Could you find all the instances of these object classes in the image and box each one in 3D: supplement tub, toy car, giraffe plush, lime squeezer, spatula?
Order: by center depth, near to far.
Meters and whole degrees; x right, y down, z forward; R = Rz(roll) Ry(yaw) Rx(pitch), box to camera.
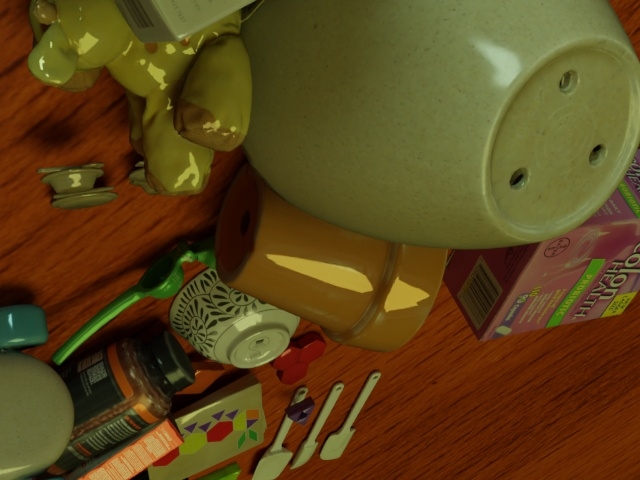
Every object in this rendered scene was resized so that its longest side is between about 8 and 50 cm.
[{"bbox_3d":[-0.150,-0.153,0.898,0.170,0.181,0.210,8,128,-29],"label":"giraffe plush"},{"bbox_3d":[-0.391,0.199,1.214,0.210,0.219,0.238,-4,169,-33],"label":"toy car"},{"bbox_3d":[-0.144,0.050,1.252,0.310,0.059,0.110,-12,132,-16],"label":"lime squeezer"},{"bbox_3d":[-0.245,0.181,1.327,0.198,0.106,0.106,-29,147,3],"label":"supplement tub"},{"bbox_3d":[-0.006,0.280,1.715,0.168,0.019,0.242,-7,142,-27],"label":"spatula"}]

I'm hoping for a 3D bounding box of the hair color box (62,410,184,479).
[{"bbox_3d":[-0.237,0.248,1.370,0.141,0.072,0.043,-33,117,-5],"label":"hair color box"}]

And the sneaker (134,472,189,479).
[{"bbox_3d":[-0.290,0.386,1.595,0.232,0.081,0.090,-9,137,-31],"label":"sneaker"}]

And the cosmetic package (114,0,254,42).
[{"bbox_3d":[-0.034,-0.224,0.802,0.231,0.117,0.085,-33,109,-14],"label":"cosmetic package"}]

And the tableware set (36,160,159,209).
[{"bbox_3d":[-0.183,-0.055,1.062,0.141,0.020,0.168,-9,175,-10],"label":"tableware set"}]

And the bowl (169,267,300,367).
[{"bbox_3d":[-0.085,0.096,1.350,0.170,0.080,0.170,-18,145,-13],"label":"bowl"}]

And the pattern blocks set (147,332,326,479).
[{"bbox_3d":[-0.150,0.251,1.519,0.324,0.026,0.285,-16,137,-27],"label":"pattern blocks set"}]

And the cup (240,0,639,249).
[{"bbox_3d":[0.124,-0.121,0.953,0.331,0.237,0.331,-18,125,-27],"label":"cup"}]

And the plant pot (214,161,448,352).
[{"bbox_3d":[0.000,0.000,1.191,0.188,0.205,0.205,13,132,-25],"label":"plant pot"}]

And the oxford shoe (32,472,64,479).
[{"bbox_3d":[-0.450,0.387,1.450,0.363,0.130,0.133,-26,153,-2],"label":"oxford shoe"}]

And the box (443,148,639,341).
[{"bbox_3d":[0.312,0.005,1.474,0.243,0.117,0.213,-8,142,-28],"label":"box"}]
